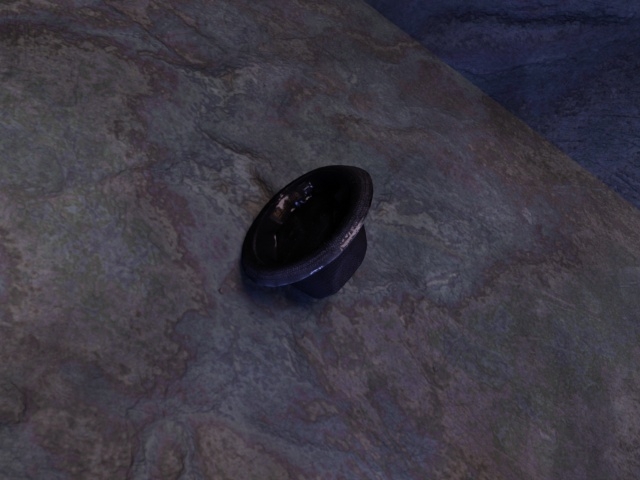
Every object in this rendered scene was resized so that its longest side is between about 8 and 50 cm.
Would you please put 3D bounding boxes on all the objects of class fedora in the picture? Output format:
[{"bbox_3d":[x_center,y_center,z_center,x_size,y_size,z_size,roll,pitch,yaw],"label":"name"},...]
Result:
[{"bbox_3d":[0.000,0.000,1.558,0.152,0.334,0.334,53,33,-33],"label":"fedora"}]
